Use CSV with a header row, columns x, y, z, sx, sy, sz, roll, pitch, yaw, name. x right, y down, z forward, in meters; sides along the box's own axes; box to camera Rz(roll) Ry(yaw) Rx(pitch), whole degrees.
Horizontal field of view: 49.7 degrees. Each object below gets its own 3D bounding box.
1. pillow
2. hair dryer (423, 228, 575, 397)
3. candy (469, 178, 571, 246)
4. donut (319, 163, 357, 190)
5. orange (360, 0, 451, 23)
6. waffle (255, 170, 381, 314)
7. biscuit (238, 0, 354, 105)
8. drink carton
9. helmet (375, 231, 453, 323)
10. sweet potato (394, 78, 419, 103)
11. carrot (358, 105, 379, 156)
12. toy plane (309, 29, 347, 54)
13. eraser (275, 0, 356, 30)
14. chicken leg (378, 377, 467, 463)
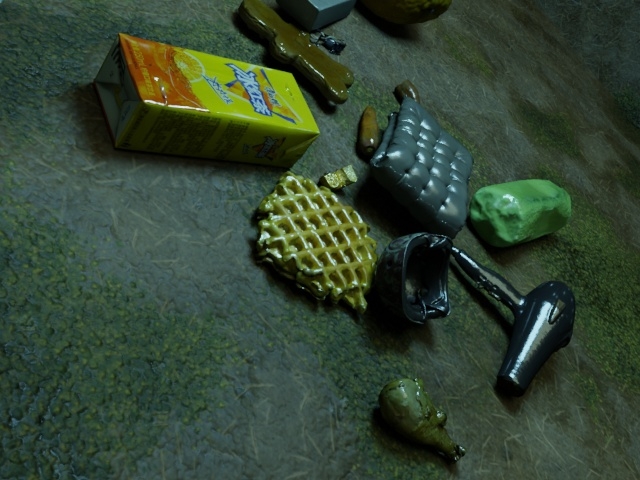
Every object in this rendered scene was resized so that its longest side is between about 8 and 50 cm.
x,y,z,sx,sy,sz,roll,pitch,yaw,name
0.219,-0.153,1.432,0.228,0.101,0.326,42,30,-13,pillow
0.322,0.111,1.354,0.359,0.120,0.304,40,51,10,hair dryer
0.471,-0.071,1.617,0.142,0.132,0.343,16,17,37,candy
0.033,-0.116,1.296,0.083,0.067,0.038,-25,91,-85,donut
0.224,-0.762,1.878,0.322,0.322,0.357,-15,73,-49,orange
0.001,-0.001,1.169,0.245,0.052,0.254,33,38,-17,waffle
-0.055,-0.413,1.504,0.301,0.049,0.197,38,28,-10,biscuit
-0.180,-0.222,1.161,0.351,0.111,0.154,2,55,-43,drink carton
0.149,0.061,1.188,0.177,0.107,0.153,3,91,-48,helmet
0.221,-0.345,1.695,0.049,0.049,0.117,1,54,-42,sweet potato
0.104,-0.245,1.502,0.047,0.047,0.191,29,34,-20,carrot
0.022,-0.474,1.646,0.121,0.031,0.049,0,50,-45,toy plane
-0.004,-0.581,1.655,0.111,0.077,0.352,40,31,-1,eraser
0.159,0.271,1.046,0.178,0.070,0.093,44,54,-13,chicken leg
